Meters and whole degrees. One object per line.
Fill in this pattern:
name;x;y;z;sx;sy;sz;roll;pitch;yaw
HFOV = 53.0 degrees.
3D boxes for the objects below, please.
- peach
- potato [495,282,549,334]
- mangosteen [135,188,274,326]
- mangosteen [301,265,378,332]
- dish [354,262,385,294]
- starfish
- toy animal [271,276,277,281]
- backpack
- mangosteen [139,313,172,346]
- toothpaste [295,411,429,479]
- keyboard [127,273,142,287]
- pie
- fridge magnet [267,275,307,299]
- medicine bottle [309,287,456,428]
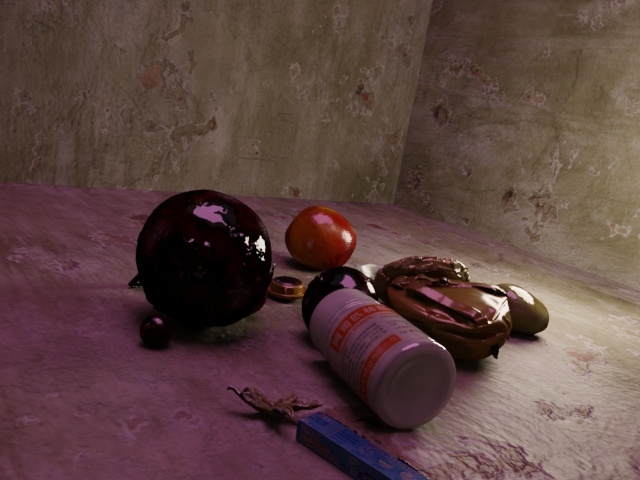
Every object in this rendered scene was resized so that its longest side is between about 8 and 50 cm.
peach;0.000;0.000;2.541;0.281;0.281;0.238;7;-31;-10
potato;0.664;0.236;2.180;0.235;0.160;0.178;22;50;-5
mangosteen;-0.311;0.070;1.759;0.381;0.381;0.421;11;-26;4
mangosteen;0.075;0.198;1.795;0.265;0.228;0.228;41;6;-13
dish;0.220;0.155;2.367;0.229;0.081;0.229;12;15;-3
starfish;-0.090;0.339;1.354;0.208;0.053;0.176;11;2;32
toy animal;-0.218;0.121;2.184;0.220;0.086;0.069;11;51;-20
backpack;0.378;0.220;1.909;0.378;0.201;0.353;19;17;29
mangosteen;-0.404;0.221;1.584;0.081;0.081;0.081;9;12;-2
toothpaste;0.072;0.405;1.193;0.272;0.053;0.066;21;21;40
keyboard;-0.492;0.067;1.951;0.023;0.231;0.072;52;20;15
pie;0.342;0.142;2.151;0.339;0.083;0.339;0;-26;0
fridge magnet;-0.111;0.158;2.126;0.143;0.063;0.143;7;15;-2
medicine bottle;0.132;0.262;1.511;0.211;0.211;0.371;4;14;-26
